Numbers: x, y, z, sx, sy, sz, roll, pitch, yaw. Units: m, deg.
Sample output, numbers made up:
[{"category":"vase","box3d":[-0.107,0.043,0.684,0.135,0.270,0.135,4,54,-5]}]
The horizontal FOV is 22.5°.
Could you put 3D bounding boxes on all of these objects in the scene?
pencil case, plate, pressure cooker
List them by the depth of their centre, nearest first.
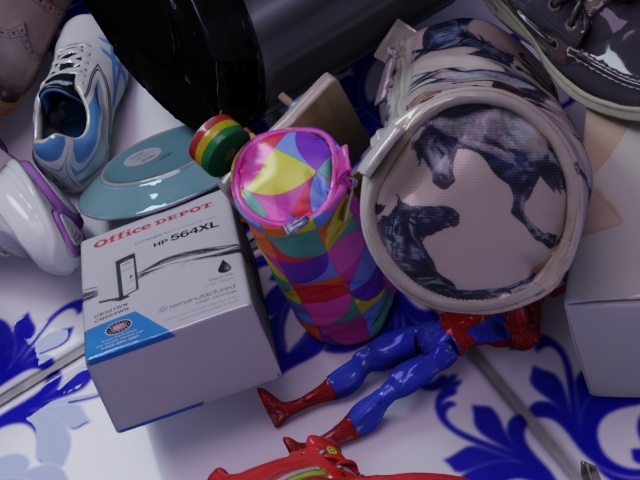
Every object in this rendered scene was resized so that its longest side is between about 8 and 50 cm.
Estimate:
[{"category":"pencil case","box3d":[0.114,-0.073,1.283,0.184,0.160,0.410,25,16,-3]},{"category":"pencil case","box3d":[0.000,0.000,1.338,0.104,0.236,0.104,-6,61,11]},{"category":"pressure cooker","box3d":[-0.022,-0.343,1.519,0.420,0.375,0.370,-32,52,-16]},{"category":"plate","box3d":[-0.146,-0.074,1.536,0.188,0.024,0.188,-17,24,8]}]

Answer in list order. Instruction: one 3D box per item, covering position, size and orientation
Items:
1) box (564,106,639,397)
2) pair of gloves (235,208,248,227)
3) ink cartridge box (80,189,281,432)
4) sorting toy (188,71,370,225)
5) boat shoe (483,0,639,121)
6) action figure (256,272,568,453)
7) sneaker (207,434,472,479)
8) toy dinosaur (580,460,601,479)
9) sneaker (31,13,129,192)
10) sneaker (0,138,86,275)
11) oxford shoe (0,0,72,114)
[{"category":"box","box3d":[0.284,-0.035,1.331,0.121,0.148,0.311,-1,51,19]},{"category":"pair of gloves","box3d":[-0.048,-0.049,1.542,0.083,0.010,0.074,-17,51,9]},{"category":"ink cartridge box","box3d":[-0.126,0.057,1.397,0.148,0.086,0.203,-20,31,1]},{"category":"sorting toy","box3d":[-0.028,-0.072,1.388,0.132,0.274,0.046,-46,64,-5]},{"category":"boat shoe","box3d":[0.212,-0.196,1.332,0.103,0.092,0.285,-36,44,-2]},{"category":"action figure","box3d":[0.080,0.071,1.325,0.280,0.139,0.091,-27,50,-6]},{"category":"sneaker","box3d":[0.006,0.198,1.242,0.279,0.107,0.118,-10,38,30]},{"category":"toy dinosaur","box3d":[0.194,0.300,1.125,0.118,0.064,0.268,24,76,-3]},{"category":"sneaker","box3d":[-0.249,-0.156,1.647,0.085,0.086,0.237,-12,48,12]},{"category":"sneaker","box3d":[-0.334,-0.021,1.566,0.152,0.114,0.305,-46,44,-10]},{"category":"oxford shoe","box3d":[-0.314,-0.291,1.723,0.133,0.130,0.363,-28,43,32]}]
